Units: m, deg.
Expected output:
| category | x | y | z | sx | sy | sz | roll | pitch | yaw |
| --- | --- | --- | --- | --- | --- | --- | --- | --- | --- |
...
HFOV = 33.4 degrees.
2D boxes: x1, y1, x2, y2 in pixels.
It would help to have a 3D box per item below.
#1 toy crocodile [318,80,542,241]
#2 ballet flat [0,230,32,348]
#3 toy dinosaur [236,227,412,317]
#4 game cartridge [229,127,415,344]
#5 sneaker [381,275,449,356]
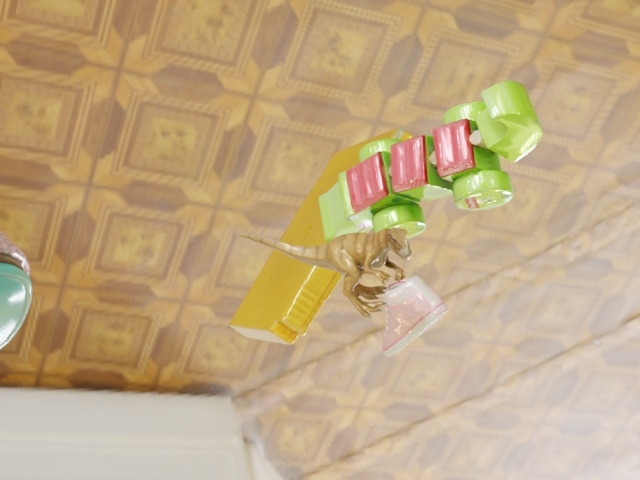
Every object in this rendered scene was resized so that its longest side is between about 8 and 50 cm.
| category | x | y | z | sx | sy | sz | roll | pitch | yaw |
| --- | --- | --- | --- | --- | --- | --- | --- | --- | --- |
| toy crocodile | 0.115 | -0.081 | 1.235 | 0.105 | 0.115 | 0.340 | 11 | 156 | -43 |
| ballet flat | -0.181 | 0.015 | 0.319 | 0.077 | 0.079 | 0.221 | -65 | 161 | 13 |
| toy dinosaur | 0.025 | 0.019 | 1.120 | 0.211 | 0.064 | 0.112 | -7 | 115 | 40 |
| game cartridge | 0.000 | 0.000 | 1.516 | 0.052 | 0.285 | 0.324 | 33 | 79 | -13 |
| sneaker | 0.099 | 0.086 | 1.279 | 0.051 | 0.070 | 0.134 | -34 | 170 | -34 |
